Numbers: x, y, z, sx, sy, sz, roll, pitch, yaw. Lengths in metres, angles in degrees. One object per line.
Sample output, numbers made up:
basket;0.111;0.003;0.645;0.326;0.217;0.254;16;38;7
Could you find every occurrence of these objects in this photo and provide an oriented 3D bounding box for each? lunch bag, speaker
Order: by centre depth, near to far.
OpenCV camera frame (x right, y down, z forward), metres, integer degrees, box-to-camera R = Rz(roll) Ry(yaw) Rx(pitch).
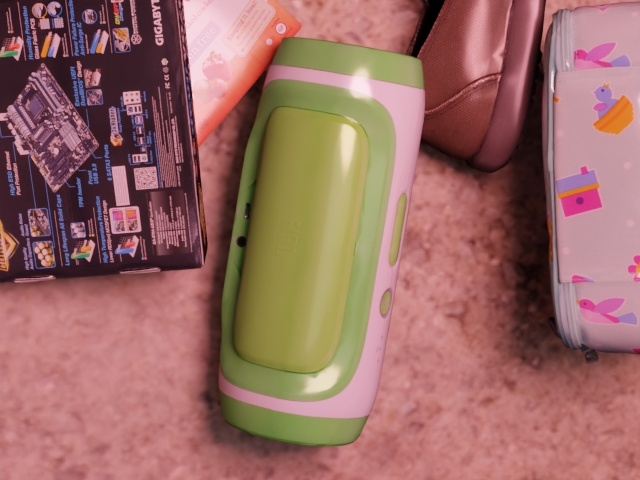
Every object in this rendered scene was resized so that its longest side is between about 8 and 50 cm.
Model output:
speaker;0.000;0.000;1.135;0.131;0.131;0.297;8;95;-17
lunch bag;0.236;-0.041;1.182;0.108;0.224;0.279;-1;90;12

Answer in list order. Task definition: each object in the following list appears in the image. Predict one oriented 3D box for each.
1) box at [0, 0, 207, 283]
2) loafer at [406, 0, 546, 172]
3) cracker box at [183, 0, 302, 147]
box;-0.179;-0.082;1.082;0.175;0.051;0.220;-5;107;1
loafer;0.122;-0.243;1.192;0.130;0.134;0.366;9;86;-6
cracker box;-0.152;-0.183;1.141;0.232;0.067;0.156;41;78;-11
